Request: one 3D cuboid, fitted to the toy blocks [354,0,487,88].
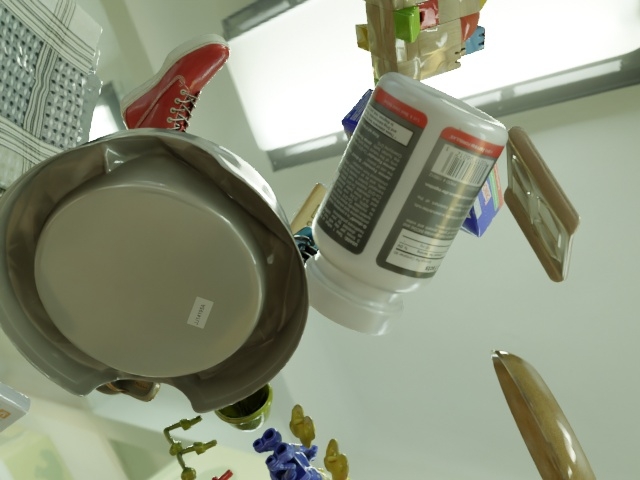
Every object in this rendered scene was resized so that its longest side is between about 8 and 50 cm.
[{"bbox_3d":[0.216,-0.465,1.340,0.191,0.260,0.382,41,-32,51],"label":"toy blocks"}]

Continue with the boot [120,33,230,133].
[{"bbox_3d":[-0.228,-0.220,1.225,0.244,0.088,0.176,-35,-118,24],"label":"boot"}]

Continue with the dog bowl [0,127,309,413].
[{"bbox_3d":[-0.184,0.034,0.812,0.348,0.102,0.349,1,-61,1],"label":"dog bowl"}]

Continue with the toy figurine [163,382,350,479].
[{"bbox_3d":[-0.051,0.356,1.008,0.217,0.191,0.362,56,-15,-29],"label":"toy figurine"}]

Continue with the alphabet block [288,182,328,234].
[{"bbox_3d":[0.000,0.000,1.919,0.193,0.197,0.192,33,-23,-4],"label":"alphabet block"}]

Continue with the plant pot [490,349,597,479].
[{"bbox_3d":[0.244,0.219,0.760,0.236,0.032,0.236,-23,90,-86],"label":"plant pot"}]

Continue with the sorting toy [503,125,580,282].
[{"bbox_3d":[0.342,-0.054,1.118,0.208,0.038,0.193,68,-1,-62],"label":"sorting toy"}]

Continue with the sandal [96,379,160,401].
[{"bbox_3d":[-0.401,0.281,1.462,0.180,0.072,0.049,7,-22,33],"label":"sandal"}]

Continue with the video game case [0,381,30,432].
[{"bbox_3d":[-0.447,0.170,0.740,0.212,0.193,0.023,44,19,-34],"label":"video game case"}]

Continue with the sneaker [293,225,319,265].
[{"bbox_3d":[-0.056,0.053,1.325,0.125,0.140,0.341,41,8,-12],"label":"sneaker"}]

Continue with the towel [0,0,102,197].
[{"bbox_3d":[-0.386,-0.202,0.960,0.056,0.324,0.312,2,-104,11],"label":"towel"}]

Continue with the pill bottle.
[{"bbox_3d":[0.112,-0.051,1.107,0.210,0.210,0.363,36,-69,28],"label":"pill bottle"}]

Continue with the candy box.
[{"bbox_3d":[0.229,-0.170,1.596,0.317,0.122,0.268,28,-19,31],"label":"candy box"}]
